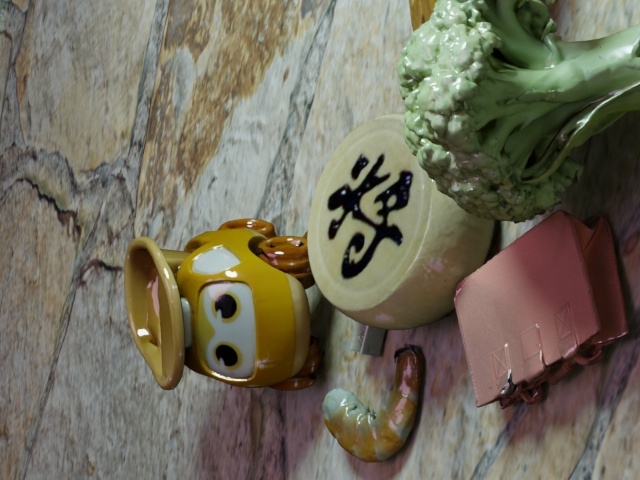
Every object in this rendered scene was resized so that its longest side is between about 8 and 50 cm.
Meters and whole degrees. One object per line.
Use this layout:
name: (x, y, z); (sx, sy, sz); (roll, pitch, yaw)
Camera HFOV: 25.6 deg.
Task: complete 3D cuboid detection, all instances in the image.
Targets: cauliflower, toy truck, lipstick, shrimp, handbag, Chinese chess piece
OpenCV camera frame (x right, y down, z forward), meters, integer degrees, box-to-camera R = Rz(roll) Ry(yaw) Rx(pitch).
cauliflower: (0.204, -0.166, 1.388); (0.281, 0.260, 0.327); (-38, 4, 18)
toy truck: (-0.130, 0.087, 1.891); (0.288, 0.211, 0.204); (30, 125, 59)
lipstick: (0.070, 0.079, 1.763); (0.030, 0.030, 0.129); (15, 92, 59)
shrimp: (0.064, 0.187, 1.734); (0.161, 0.049, 0.166); (39, 115, 52)
handbag: (0.229, 0.077, 1.477); (0.212, 0.059, 0.157); (-43, 48, 48)
Chinese chess piece: (0.092, -0.022, 1.655); (0.257, 0.104, 0.257); (-23, 60, 49)

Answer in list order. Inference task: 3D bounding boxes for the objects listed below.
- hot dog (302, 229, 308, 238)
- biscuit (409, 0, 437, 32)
hot dog: (0.000, 0.000, 1.888); (0.083, 0.035, 0.058); (-48, 45, 46)
biscuit: (0.144, -0.370, 1.610); (0.312, 0.057, 0.352); (-162, 69, -85)
